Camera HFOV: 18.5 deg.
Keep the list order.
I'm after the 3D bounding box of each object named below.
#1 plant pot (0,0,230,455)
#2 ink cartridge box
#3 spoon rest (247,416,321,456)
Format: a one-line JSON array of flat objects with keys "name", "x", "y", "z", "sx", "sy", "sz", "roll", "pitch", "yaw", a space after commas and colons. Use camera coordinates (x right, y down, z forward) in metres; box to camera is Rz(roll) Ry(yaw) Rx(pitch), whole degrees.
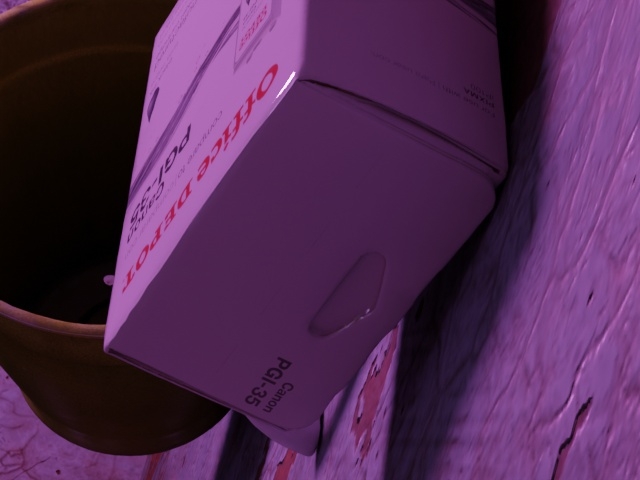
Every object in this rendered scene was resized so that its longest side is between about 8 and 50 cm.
[{"name": "plant pot", "x": -0.178, "y": 0.020, "z": 1.807, "sx": 0.353, "sy": 0.367, "sz": 0.366, "roll": 93, "pitch": -172, "yaw": -56}, {"name": "ink cartridge box", "x": -0.006, "y": -0.075, "z": 1.030, "sx": 0.207, "sy": 0.117, "sz": 0.283, "roll": -53, "pitch": 21, "yaw": 34}, {"name": "spoon rest", "x": 0.000, "y": 0.000, "z": 1.214, "sx": 0.137, "sy": 0.084, "sz": 0.276, "roll": -86, "pitch": 13, "yaw": -66}]
